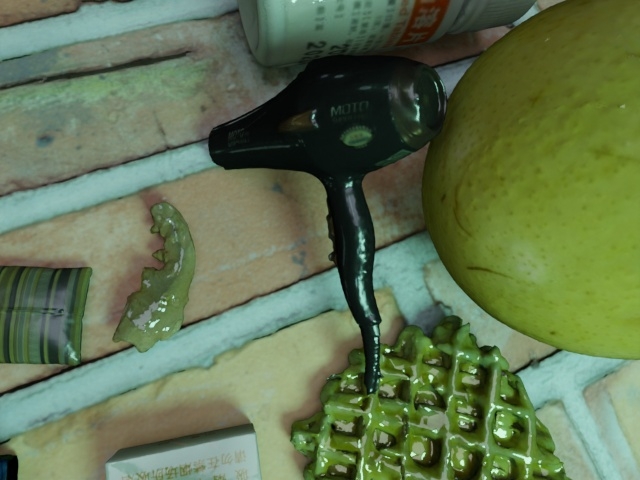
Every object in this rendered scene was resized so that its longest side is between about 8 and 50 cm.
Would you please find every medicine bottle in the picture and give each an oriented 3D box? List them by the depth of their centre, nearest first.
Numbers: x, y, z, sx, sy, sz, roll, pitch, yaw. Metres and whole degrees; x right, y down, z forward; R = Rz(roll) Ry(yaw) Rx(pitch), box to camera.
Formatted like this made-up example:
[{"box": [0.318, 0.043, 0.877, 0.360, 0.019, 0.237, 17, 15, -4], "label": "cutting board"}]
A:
[{"box": [0.082, -0.356, 0.558, 0.371, 0.211, 0.211, -13, 79, -11], "label": "medicine bottle"}]

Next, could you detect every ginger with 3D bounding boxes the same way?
[{"box": [-0.184, 0.043, 0.509, 0.069, 0.051, 0.173, 14, 70, -11], "label": "ginger"}]

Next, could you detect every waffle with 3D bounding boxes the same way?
[{"box": [0.135, 0.256, 0.492, 0.297, 0.073, 0.317, -29, 81, -15], "label": "waffle"}]

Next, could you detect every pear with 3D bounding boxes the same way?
[{"box": [0.275, -0.056, 0.418, 0.348, 0.348, 0.348, 2, 77, -9], "label": "pear"}]

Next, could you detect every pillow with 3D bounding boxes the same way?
[{"box": [-0.363, 0.080, 0.473, 0.203, 0.038, 0.113, 1, 76, -9], "label": "pillow"}]

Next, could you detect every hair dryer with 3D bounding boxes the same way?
[{"box": [0.000, 0.000, 0.474, 0.120, 0.303, 0.360, -17, 100, -50], "label": "hair dryer"}]

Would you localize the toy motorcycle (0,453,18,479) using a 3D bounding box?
[{"box": [-0.360, 0.355, 0.372, 0.196, 0.125, 0.331, 8, 79, -9], "label": "toy motorcycle"}]

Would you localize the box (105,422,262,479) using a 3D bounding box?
[{"box": [-0.125, 0.323, 0.439, 0.149, 0.067, 0.233, -7, 79, -10], "label": "box"}]
